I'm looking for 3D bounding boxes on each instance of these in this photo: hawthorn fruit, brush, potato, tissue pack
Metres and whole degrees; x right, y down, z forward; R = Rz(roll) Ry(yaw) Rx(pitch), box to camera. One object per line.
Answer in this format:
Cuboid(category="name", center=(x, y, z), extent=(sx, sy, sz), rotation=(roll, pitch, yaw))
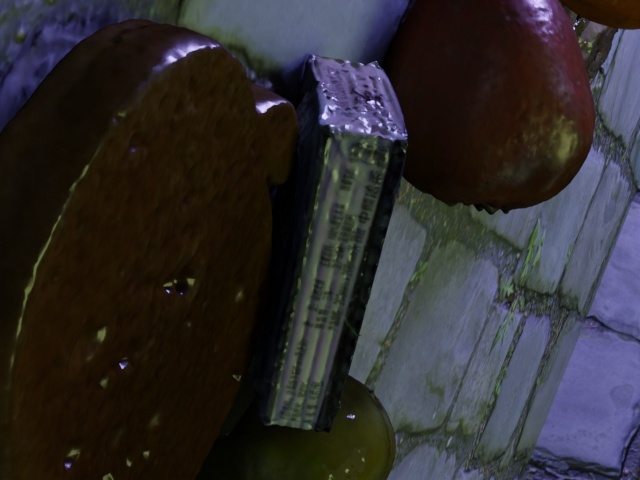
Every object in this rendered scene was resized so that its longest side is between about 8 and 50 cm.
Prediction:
Cuboid(category="hawthorn fruit", center=(0.139, -0.148, 1.264), extent=(0.199, 0.199, 0.251), rotation=(-9, 99, -69))
Cuboid(category="brush", center=(-0.045, 0.087, 1.218), extent=(0.190, 0.034, 0.027), rotation=(-52, 147, -40))
Cuboid(category="potato", center=(-0.017, 0.184, 1.235), extent=(0.154, 0.137, 0.200), rotation=(-69, 163, 9))
Cuboid(category="tissue pack", center=(0.000, 0.000, 1.089), extent=(0.173, 0.073, 0.235), rotation=(-99, -159, -64))

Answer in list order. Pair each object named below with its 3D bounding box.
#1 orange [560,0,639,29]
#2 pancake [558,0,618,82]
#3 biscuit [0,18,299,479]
Cuboid(category="orange", center=(0.308, -0.326, 1.457), extent=(0.240, 0.240, 0.240), rotation=(-55, 158, -36))
Cuboid(category="pancake", center=(0.273, -0.211, 1.729), extent=(0.382, 0.071, 0.382), rotation=(-54, 158, -34))
Cuboid(category="biscuit", center=(-0.116, 0.034, 0.895), extent=(0.394, 0.070, 0.350), rotation=(89, 26, -50))
